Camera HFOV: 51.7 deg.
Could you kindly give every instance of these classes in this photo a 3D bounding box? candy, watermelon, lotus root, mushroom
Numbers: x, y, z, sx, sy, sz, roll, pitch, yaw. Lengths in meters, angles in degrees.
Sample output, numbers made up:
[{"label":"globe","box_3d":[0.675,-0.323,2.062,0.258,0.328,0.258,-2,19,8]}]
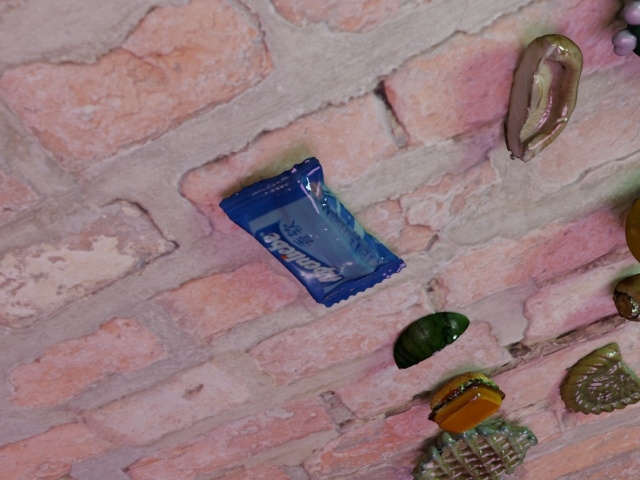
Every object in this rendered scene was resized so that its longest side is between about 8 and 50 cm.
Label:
[{"label":"candy","box_3d":[0.000,0.000,1.094,0.187,0.077,0.331,-27,131,20]},{"label":"watermelon","box_3d":[0.219,0.213,1.329,0.181,0.075,0.092,-34,133,16]},{"label":"lotus root","box_3d":[0.686,0.108,1.339,0.191,0.094,0.108,-10,157,-16]},{"label":"mushroom","box_3d":[0.332,-0.216,0.975,0.094,0.072,0.209,-9,136,-3]}]

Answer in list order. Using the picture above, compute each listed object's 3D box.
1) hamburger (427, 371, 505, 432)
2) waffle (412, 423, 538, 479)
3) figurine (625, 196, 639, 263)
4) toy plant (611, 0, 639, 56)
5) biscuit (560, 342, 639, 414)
[{"label":"hamburger","box_3d":[0.323,0.360,1.477,0.137,0.087,0.166,30,120,-34]},{"label":"waffle","box_3d":[0.392,0.555,1.687,0.309,0.056,0.292,6,129,-19]},{"label":"figurine","box_3d":[0.652,-0.034,1.155,0.257,0.167,0.192,-21,133,-26]},{"label":"toy plant","box_3d":[0.522,-0.341,0.881,0.233,0.112,0.243,-7,138,-13]},{"label":"biscuit","box_3d":[0.672,0.355,1.587,0.187,0.036,0.273,-35,129,17]}]
